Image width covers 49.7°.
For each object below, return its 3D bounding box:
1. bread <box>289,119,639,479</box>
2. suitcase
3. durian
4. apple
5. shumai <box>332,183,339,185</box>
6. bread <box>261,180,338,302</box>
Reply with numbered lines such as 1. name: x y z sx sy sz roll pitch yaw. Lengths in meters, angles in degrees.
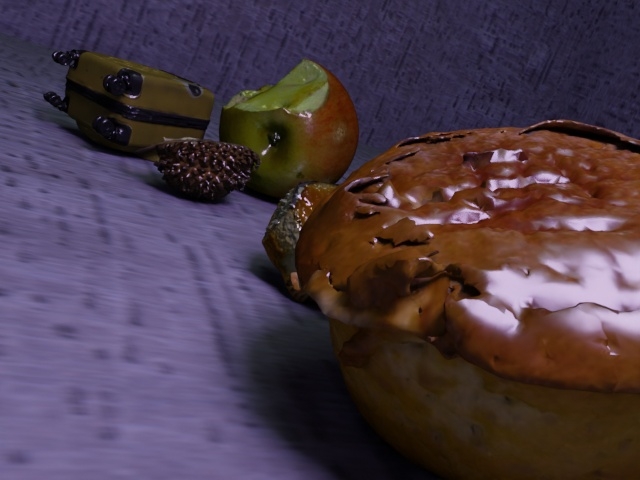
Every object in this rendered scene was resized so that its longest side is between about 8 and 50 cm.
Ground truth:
1. bread: 0.164 0.037 0.531 0.336 0.204 0.358 12 29 36
2. suitcase: -0.318 -0.226 1.176 0.193 0.143 0.234 28 16 33
3. durian: -0.180 -0.104 1.014 0.188 0.092 0.148 9 4 -27
4. apple: -0.059 -0.191 1.197 0.246 0.246 0.226 24 22 16
5. shumai: 0.015 -0.006 0.915 0.123 0.139 0.105 45 -27 -16
6. bread: 0.000 0.000 0.781 0.127 0.069 0.140 -3 62 -47
